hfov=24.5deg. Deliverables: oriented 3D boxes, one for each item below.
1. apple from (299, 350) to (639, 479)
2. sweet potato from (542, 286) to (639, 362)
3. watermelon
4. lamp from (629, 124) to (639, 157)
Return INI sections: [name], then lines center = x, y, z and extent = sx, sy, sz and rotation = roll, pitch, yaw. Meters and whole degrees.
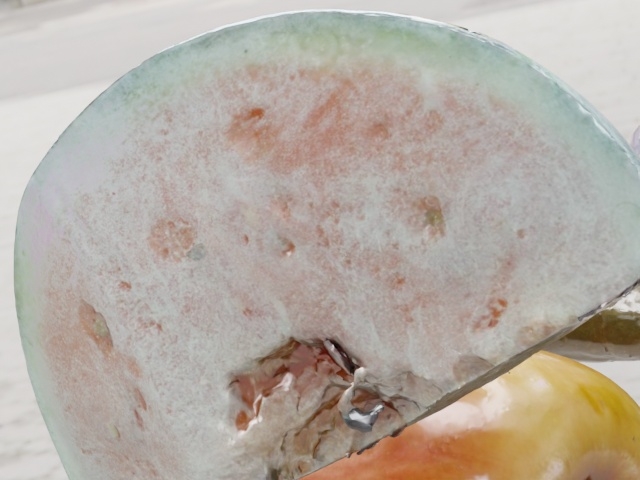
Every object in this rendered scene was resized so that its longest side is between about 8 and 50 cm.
[apple]
center = 0.094, 0.180, 0.943
extent = 0.242, 0.242, 0.241
rotation = -23, 2, -39
[sweet potato]
center = 0.164, 0.059, 1.115
extent = 0.285, 0.085, 0.112
rotation = 11, 31, 18
[watermelon]
center = 0.003, 0.000, 0.671
extent = 0.322, 0.188, 0.175
rotation = -27, -4, 22
[lamp]
center = 0.397, -0.001, 1.417
extent = 0.247, 0.301, 0.247
rotation = -22, -33, 21
